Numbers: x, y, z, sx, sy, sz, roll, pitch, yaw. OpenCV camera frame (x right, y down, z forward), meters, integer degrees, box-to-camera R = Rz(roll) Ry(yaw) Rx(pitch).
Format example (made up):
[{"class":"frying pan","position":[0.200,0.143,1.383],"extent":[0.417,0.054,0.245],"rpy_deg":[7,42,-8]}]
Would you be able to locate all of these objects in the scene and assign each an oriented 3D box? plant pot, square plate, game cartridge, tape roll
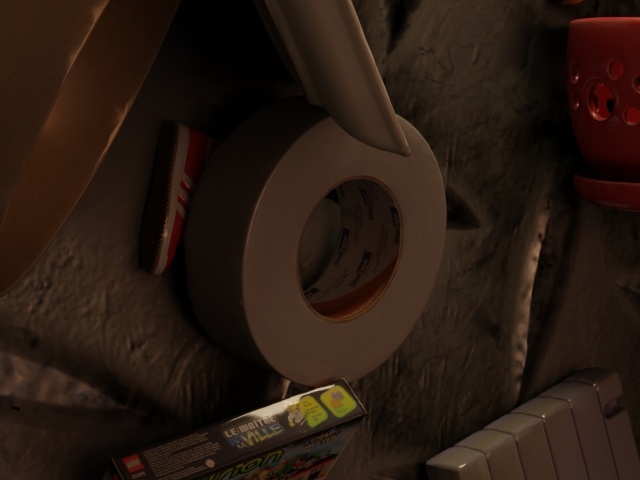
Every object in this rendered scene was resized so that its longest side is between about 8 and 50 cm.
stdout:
[{"class":"plant pot","position":[0.321,-0.117,1.298],"extent":[0.191,0.191,0.174],"rpy_deg":[-6,101,-36]},{"class":"square plate","position":[-0.051,-0.236,0.965],"extent":[0.049,0.344,0.347],"rpy_deg":[-25,107,1]},{"class":"game cartridge","position":[0.224,0.322,1.302],"extent":[0.230,0.068,0.355],"rpy_deg":[-22,103,-30]},{"class":"tape roll","position":[0.000,0.000,1.095],"extent":[0.219,0.072,0.219],"rpy_deg":[-15,112,-41]},{"class":"plant pot","position":[-0.218,-0.132,0.875],"extent":[0.191,0.284,0.284],"rpy_deg":[27,72,-1]}]

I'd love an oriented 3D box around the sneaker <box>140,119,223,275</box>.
[{"class":"sneaker","position":[-0.096,-0.026,1.075],"extent":[0.067,0.042,0.118],"rpy_deg":[16,78,-32]}]

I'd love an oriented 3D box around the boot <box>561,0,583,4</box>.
[{"class":"boot","position":[0.209,-0.358,1.296],"extent":[0.264,0.096,0.280],"rpy_deg":[-21,109,-42]}]

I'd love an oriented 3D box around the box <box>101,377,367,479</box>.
[{"class":"box","position":[-0.073,0.174,1.051],"extent":[0.207,0.114,0.036],"rpy_deg":[-15,58,-35]}]
